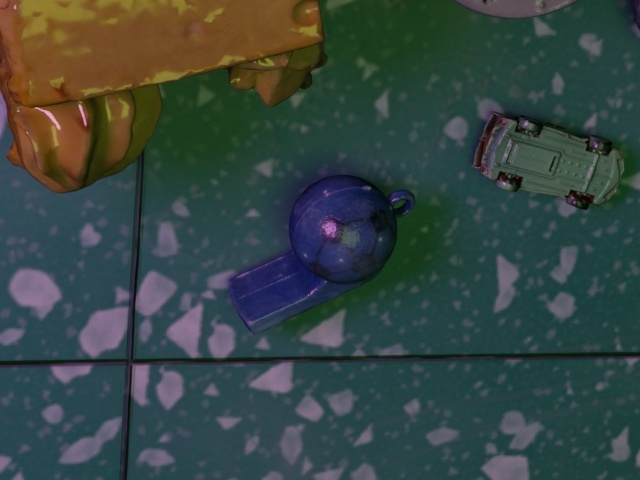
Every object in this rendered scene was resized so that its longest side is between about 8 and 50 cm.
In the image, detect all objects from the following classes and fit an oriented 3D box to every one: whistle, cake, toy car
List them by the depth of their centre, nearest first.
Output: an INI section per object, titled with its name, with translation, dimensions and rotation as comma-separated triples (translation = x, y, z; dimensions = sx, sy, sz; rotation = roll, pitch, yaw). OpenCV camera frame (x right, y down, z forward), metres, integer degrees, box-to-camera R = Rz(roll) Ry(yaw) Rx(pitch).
[cake]
translation = -0.126, -0.193, 1.211
dimensions = 0.227, 0.222, 0.286
rotation = -15, 115, -8
[whistle]
translation = 0.000, 0.000, 1.382
dimensions = 0.158, 0.090, 0.090
rotation = -24, 113, -5
[toy car]
translation = 0.182, -0.063, 1.437
dimensions = 0.122, 0.035, 0.059
rotation = 12, 105, -27

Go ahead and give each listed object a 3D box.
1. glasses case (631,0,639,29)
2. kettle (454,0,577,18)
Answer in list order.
[glasses case]
translation = 0.296, -0.278, 1.377
dimensions = 0.109, 0.067, 0.282
rotation = -2, 110, -11
[kettle]
translation = 0.117, -0.274, 1.236
dimensions = 0.210, 0.243, 0.160
rotation = -46, 114, 6
